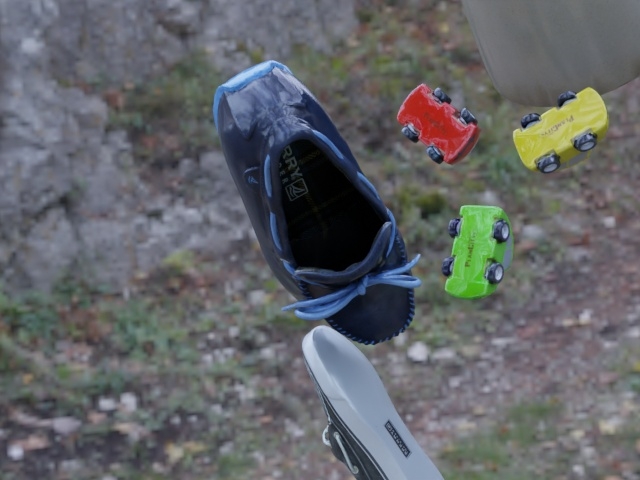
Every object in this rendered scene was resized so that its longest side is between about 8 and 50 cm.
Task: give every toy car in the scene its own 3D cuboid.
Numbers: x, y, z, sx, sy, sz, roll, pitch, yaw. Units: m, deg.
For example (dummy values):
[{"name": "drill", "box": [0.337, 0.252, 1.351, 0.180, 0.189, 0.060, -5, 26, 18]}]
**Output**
[{"name": "toy car", "box": [0.173, -0.045, 1.377, 0.239, 0.224, 0.053, 5, -12, 36]}]

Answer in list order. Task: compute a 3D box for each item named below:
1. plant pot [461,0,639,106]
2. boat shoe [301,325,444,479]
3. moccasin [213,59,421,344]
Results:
[{"name": "plant pot", "box": [0.235, -0.327, 1.440, 0.257, 0.256, 0.274, -7, -45, 38]}, {"name": "boat shoe", "box": [0.037, 0.188, 1.320, 0.070, 0.219, 0.078, -35, -5, 30]}, {"name": "moccasin", "box": [0.000, 0.000, 1.190, 0.138, 0.117, 0.342, -35, -45, 2]}]
